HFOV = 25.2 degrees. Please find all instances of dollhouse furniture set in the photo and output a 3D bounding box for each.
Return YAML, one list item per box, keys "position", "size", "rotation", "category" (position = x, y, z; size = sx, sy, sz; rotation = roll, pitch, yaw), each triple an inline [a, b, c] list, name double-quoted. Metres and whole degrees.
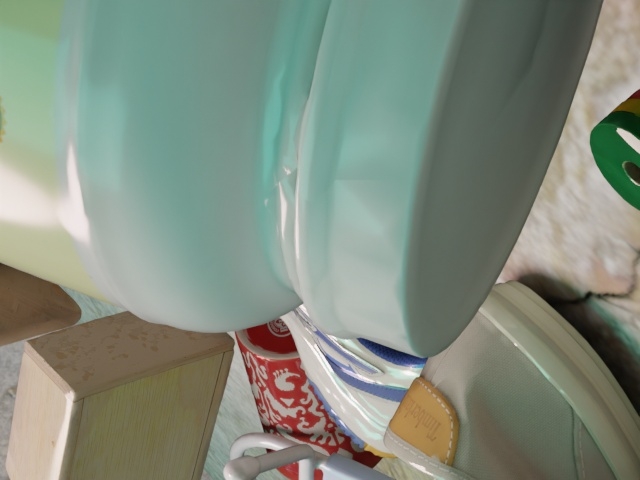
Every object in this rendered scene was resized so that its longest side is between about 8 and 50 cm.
- position: [-0.276, 0.096, 1.248]
  size: [0.394, 0.362, 0.256]
  rotation: [38, 127, 34]
  category: "dollhouse furniture set"

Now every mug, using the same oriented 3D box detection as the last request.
- position: [-0.021, 0.102, 1.179]
  size: [0.150, 0.113, 0.169]
  rotation: [36, 156, 35]
  category: "mug"

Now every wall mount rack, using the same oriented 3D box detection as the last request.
- position: [0.059, 0.242, 1.075]
  size: [0.350, 0.130, 0.304]
  rotation: [20, 144, 16]
  category: "wall mount rack"

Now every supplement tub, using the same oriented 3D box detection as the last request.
- position: [-0.082, -0.108, 0.474]
  size: [0.325, 0.235, 0.235]
  rotation: [19, 154, 17]
  category: "supplement tub"

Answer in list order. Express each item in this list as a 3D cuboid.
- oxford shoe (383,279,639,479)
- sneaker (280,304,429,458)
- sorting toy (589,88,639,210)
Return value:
- position: [0.176, 0.227, 0.858]
  size: [0.449, 0.130, 0.169]
  rotation: [56, 170, -21]
  category: "oxford shoe"
- position: [0.000, 0.000, 0.939]
  size: [0.296, 0.112, 0.131]
  rotation: [45, 147, 11]
  category: "sneaker"
- position: [0.215, 0.047, 0.505]
  size: [0.274, 0.046, 0.132]
  rotation: [52, 164, -7]
  category: "sorting toy"
